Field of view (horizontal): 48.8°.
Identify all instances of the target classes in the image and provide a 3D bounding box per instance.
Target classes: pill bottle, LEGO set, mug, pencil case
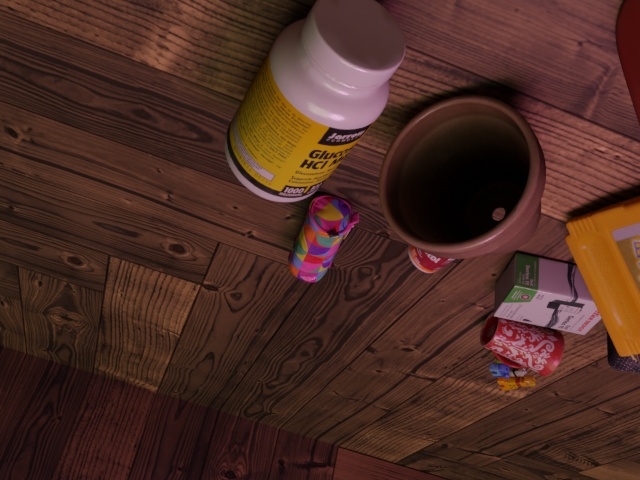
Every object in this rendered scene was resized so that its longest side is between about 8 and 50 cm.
[{"bbox_3d":[0.249,0.000,1.410,0.086,0.086,0.152,24,146,-17],"label":"pill bottle"},{"bbox_3d":[0.506,0.336,1.837,0.093,0.087,0.227,-5,145,28],"label":"LEGO set"},{"bbox_3d":[0.469,0.256,1.690,0.169,0.113,0.150,23,114,-8],"label":"mug"},{"bbox_3d":[-0.013,-0.212,1.079,0.188,0.188,0.334,22,147,-14],"label":"pill bottle"},{"bbox_3d":[0.000,0.000,1.491,0.104,0.104,0.236,18,149,-7],"label":"pencil case"}]

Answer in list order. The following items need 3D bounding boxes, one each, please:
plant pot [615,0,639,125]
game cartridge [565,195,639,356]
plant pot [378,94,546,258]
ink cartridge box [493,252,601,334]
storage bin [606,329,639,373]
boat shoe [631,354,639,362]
[{"bbox_3d":[0.510,-0.192,0.872,0.275,0.243,0.275,10,148,6],"label":"plant pot"},{"bbox_3d":[0.611,0.052,1.220,0.324,0.053,0.285,-24,93,49],"label":"game cartridge"},{"bbox_3d":[0.264,-0.078,1.173,0.263,0.263,0.229,-10,159,32],"label":"plant pot"},{"bbox_3d":[0.492,0.116,1.500,0.208,0.087,0.153,11,148,1],"label":"ink cartridge box"},{"bbox_3d":[0.732,0.224,1.548,0.180,0.122,0.084,7,147,9],"label":"storage bin"},{"bbox_3d":[0.644,0.124,1.386,0.097,0.116,0.324,19,137,55],"label":"boat shoe"}]
